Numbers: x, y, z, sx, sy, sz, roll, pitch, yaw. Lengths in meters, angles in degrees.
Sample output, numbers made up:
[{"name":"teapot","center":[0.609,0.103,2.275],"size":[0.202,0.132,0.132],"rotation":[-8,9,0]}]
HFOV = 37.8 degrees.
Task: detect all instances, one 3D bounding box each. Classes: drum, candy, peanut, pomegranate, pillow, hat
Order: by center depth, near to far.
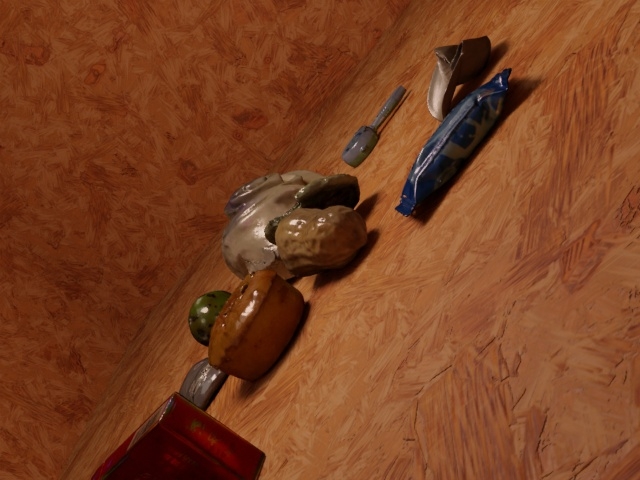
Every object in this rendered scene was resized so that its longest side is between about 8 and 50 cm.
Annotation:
[{"name":"candy","center":[0.242,-0.182,1.739],"size":[0.331,0.077,0.187],"rotation":[-51,5,7]},{"name":"peanut","center":[-0.010,-0.002,1.990],"size":[0.291,0.159,0.143],"rotation":[159,124,-68]},{"name":"hat","center":[0.308,-0.349,2.028],"size":[0.166,0.144,0.173],"rotation":[-144,47,-77]},{"name":"pillow","center":[-0.300,0.353,2.325],"size":[0.169,0.059,0.255],"rotation":[-59,14,-15]},{"name":"pomegranate","center":[-0.243,0.205,2.390],"size":[0.220,0.156,0.156],"rotation":[6,54,40]},{"name":"drum","center":[0.148,-0.306,2.513],"size":[0.253,0.049,0.130],"rotation":[-51,12,12]}]

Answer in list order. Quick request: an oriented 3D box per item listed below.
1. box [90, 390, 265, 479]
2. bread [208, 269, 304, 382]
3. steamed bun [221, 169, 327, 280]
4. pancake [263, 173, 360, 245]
[{"name":"box","center":[-0.267,0.421,1.649],"size":[0.313,0.197,0.089],"rotation":[-45,14,36]},{"name":"bread","center":[-0.144,0.184,2.009],"size":[0.268,0.145,0.268],"rotation":[-54,11,16]},{"name":"steamed bun","center":[-0.125,-0.053,2.379],"size":[0.347,0.237,0.394],"rotation":[-51,11,8]},{"name":"pancake","center":[-0.011,-0.064,2.128],"size":[0.253,0.037,0.254],"rotation":[-27,-25,-13]}]
